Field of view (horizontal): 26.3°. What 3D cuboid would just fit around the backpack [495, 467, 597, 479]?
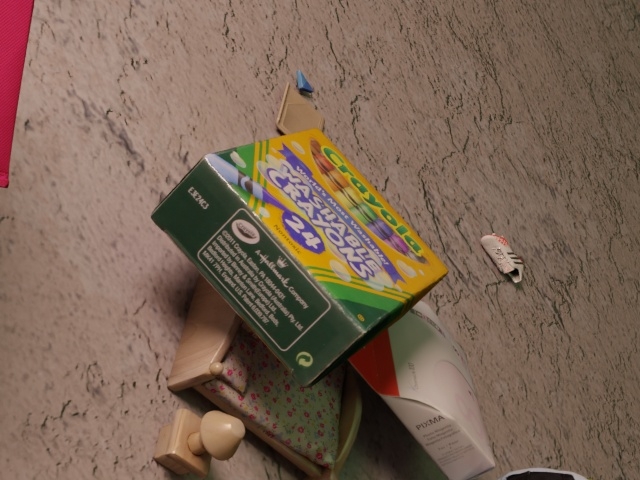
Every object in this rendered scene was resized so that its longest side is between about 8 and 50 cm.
[{"bbox_3d":[0.239,0.400,1.336,0.273,0.290,0.355,5,59,-60],"label":"backpack"}]

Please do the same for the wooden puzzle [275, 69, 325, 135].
[{"bbox_3d":[-0.024,-0.129,1.505,0.078,0.014,0.116,51,38,-27],"label":"wooden puzzle"}]

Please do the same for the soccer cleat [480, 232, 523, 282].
[{"bbox_3d":[0.231,0.022,1.733,0.083,0.029,0.035,42,37,-36],"label":"soccer cleat"}]

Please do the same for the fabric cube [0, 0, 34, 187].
[{"bbox_3d":[-0.343,-0.181,0.845,0.259,0.254,0.258,12,84,-50],"label":"fabric cube"}]

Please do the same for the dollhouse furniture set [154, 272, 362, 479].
[{"bbox_3d":[0.030,0.161,1.263,0.303,0.174,0.355,41,42,-31],"label":"dollhouse furniture set"}]

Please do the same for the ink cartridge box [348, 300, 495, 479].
[{"bbox_3d":[0.089,0.113,1.400,0.232,0.066,0.189,56,15,-32],"label":"ink cartridge box"}]

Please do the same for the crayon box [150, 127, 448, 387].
[{"bbox_3d":[0.000,0.000,1.286,0.203,0.083,0.323,47,21,7],"label":"crayon box"}]
